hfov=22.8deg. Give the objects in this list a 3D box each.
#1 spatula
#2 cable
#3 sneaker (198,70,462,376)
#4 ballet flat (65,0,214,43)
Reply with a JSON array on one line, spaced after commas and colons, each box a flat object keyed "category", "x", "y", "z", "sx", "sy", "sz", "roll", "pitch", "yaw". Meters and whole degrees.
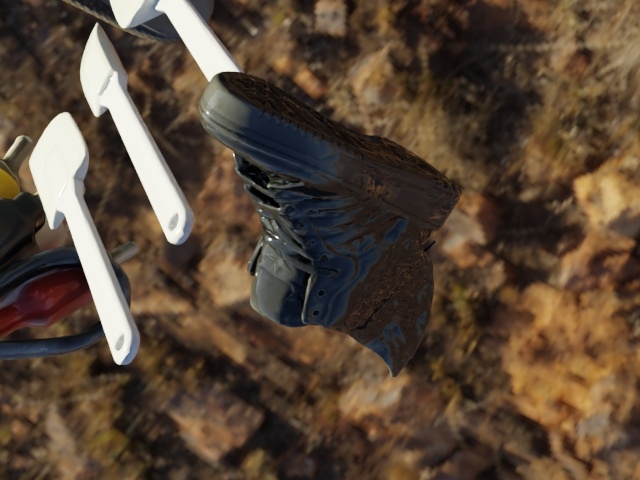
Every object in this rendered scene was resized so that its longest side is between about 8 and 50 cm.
[{"category": "spatula", "x": -0.093, "y": -0.059, "z": 0.770, "sx": 0.019, "sy": 0.242, "sz": 0.168, "roll": 22, "pitch": 108, "yaw": -28}, {"category": "cable", "x": -0.221, "y": 0.060, "z": 0.896, "sx": 0.139, "sy": 0.287, "sz": 0.072, "roll": 42, "pitch": 155, "yaw": 10}, {"category": "sneaker", "x": -0.002, "y": -0.002, "z": 0.622, "sx": 0.051, "sy": 0.170, "sz": 0.089, "roll": 44, "pitch": 106, "yaw": 37}, {"category": "ballet flat", "x": -0.189, "y": -0.211, "z": 1.113, "sx": 0.250, "sy": 0.084, "sz": 0.058, "roll": 26, "pitch": 173, "yaw": -17}]
